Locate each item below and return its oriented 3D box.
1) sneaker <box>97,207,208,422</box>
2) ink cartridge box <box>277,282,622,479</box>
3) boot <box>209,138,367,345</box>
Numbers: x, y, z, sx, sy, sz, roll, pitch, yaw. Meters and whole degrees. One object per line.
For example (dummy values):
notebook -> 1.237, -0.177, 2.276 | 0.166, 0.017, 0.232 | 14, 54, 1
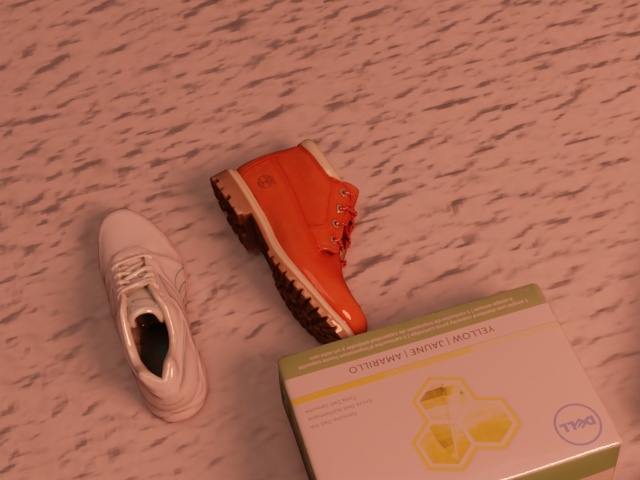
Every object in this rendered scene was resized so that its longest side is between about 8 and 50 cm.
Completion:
sneaker -> -0.110, 0.038, 0.717 | 0.053, 0.061, 0.152 | -21, 63, -3
ink cartridge box -> 0.088, 0.147, 0.620 | 0.171, 0.056, 0.235 | -15, 49, -7
boot -> 0.000, 0.000, 0.729 | 0.084, 0.059, 0.158 | -27, 64, -13
